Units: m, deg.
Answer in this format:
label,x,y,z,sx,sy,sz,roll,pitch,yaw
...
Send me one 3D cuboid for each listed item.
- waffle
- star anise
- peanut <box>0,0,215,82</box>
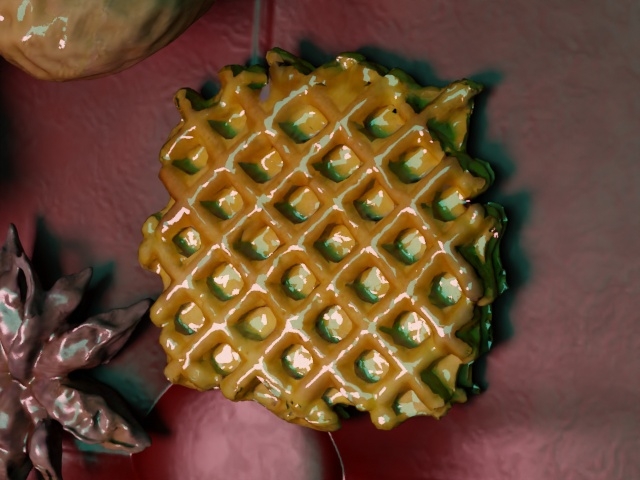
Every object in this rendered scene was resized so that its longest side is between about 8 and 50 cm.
label,x,y,z,sx,sy,sz,roll,pitch,yaw
waffle,-0.001,0.000,1.250,0.254,0.052,0.245,5,92,22
star anise,-0.199,0.095,1.320,0.195,0.065,0.182,26,101,15
peanut,-0.178,-0.190,1.249,0.233,0.197,0.110,21,136,24
